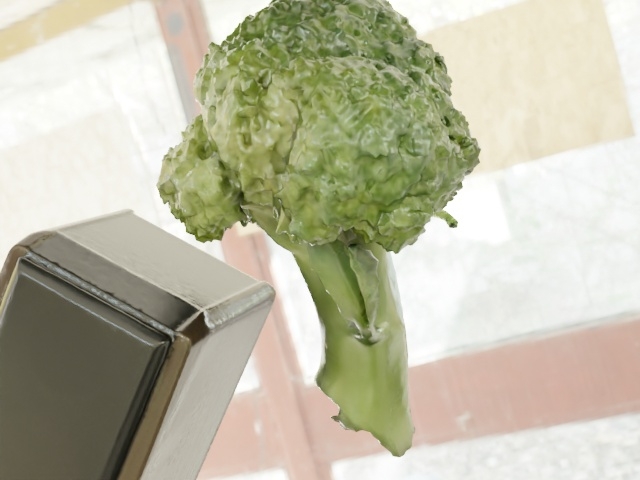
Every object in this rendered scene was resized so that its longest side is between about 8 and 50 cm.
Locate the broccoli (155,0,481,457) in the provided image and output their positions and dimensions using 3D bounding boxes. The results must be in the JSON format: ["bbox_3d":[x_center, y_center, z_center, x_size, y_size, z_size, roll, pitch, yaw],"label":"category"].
[{"bbox_3d":[-0.023,-0.027,0.778,0.186,0.254,0.302,-7,-46,-26],"label":"broccoli"}]

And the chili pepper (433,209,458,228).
[{"bbox_3d":[0.141,-0.028,1.402,0.017,0.030,0.083,-39,25,-13],"label":"chili pepper"}]

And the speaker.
[{"bbox_3d":[-0.162,0.115,0.860,0.153,0.231,0.192,27,16,13],"label":"speaker"}]
